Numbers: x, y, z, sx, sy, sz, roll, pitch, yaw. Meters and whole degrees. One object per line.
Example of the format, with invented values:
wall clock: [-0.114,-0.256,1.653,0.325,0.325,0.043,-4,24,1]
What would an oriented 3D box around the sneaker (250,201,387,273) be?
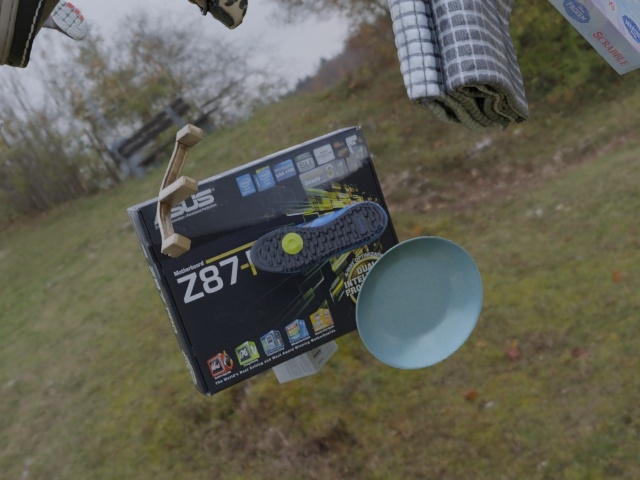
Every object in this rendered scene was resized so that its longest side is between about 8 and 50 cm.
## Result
sneaker: [0.000,0.000,1.395,0.209,0.069,0.082,-20,-4,2]

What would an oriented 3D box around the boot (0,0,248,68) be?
boot: [-0.218,-0.334,1.132,0.138,0.284,0.377,-26,45,59]

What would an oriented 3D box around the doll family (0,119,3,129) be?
doll family: [-0.509,-0.176,1.197,0.263,0.163,0.118,7,65,49]

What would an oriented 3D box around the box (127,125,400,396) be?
box: [-0.070,0.027,1.527,0.395,0.318,0.097,-21,9,-17]

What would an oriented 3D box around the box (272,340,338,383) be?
box: [-0.041,0.182,1.680,0.087,0.101,0.102,-21,10,30]

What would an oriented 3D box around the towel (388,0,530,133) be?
towel: [0.184,-0.269,1.201,0.121,0.235,0.283,-15,-9,24]

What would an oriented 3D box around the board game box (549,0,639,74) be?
board game box: [0.512,-0.528,1.776,0.066,0.318,0.318,-20,47,43]

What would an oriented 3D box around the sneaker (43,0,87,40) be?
sneaker: [-0.529,-0.445,1.874,0.061,0.158,0.065,-48,-1,-37]

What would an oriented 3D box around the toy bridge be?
toy bridge: [-0.186,-0.063,1.224,0.063,0.026,0.188,-29,48,43]

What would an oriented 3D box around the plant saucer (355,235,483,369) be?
plant saucer: [0.133,0.084,1.318,0.195,0.195,0.037,-32,23,-10]
